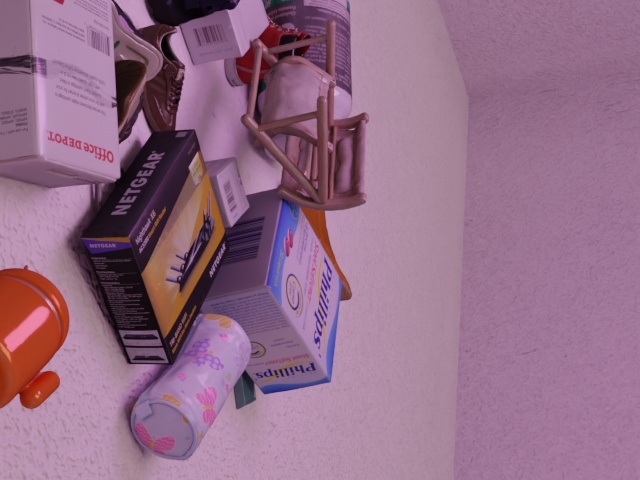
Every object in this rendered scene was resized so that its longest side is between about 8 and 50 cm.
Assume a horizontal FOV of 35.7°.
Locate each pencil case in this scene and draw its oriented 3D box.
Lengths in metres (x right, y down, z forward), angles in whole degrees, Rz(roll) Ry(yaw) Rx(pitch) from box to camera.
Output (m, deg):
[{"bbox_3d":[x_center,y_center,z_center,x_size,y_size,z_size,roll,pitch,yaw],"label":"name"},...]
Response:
[{"bbox_3d":[-0.204,0.229,1.602,0.124,0.113,0.273,65,25,-21],"label":"pencil case"}]

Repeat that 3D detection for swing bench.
[{"bbox_3d":[-0.020,-0.221,1.842,0.253,0.165,0.255,-86,159,-45],"label":"swing bench"}]

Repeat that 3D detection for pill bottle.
[{"bbox_3d":[-0.034,-0.358,2.132,0.204,0.204,0.361,38,48,-63],"label":"pill bottle"}]

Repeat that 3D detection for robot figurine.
[{"bbox_3d":[-0.373,0.114,1.151,0.219,0.158,0.128,-58,170,-60],"label":"robot figurine"}]

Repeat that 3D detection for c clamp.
[{"bbox_3d":[-0.323,-0.048,1.497,0.137,0.022,0.161,32,54,-65],"label":"c clamp"}]

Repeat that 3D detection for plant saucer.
[{"bbox_3d":[-0.150,0.220,1.892,0.067,0.018,0.192,-8,90,-71],"label":"plant saucer"}]

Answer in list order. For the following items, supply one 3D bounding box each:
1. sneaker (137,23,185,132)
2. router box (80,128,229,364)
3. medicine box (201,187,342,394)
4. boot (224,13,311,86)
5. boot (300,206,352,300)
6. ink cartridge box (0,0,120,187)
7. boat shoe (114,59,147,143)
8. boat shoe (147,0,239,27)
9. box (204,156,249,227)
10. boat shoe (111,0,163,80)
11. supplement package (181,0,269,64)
[{"bbox_3d":[-0.261,-0.268,1.669,0.066,0.071,0.188,-35,116,-68],"label":"sneaker"},{"bbox_3d":[-0.248,0.005,1.568,0.309,0.081,0.243,-71,154,-51],"label":"router box"},{"bbox_3d":[-0.085,0.095,1.876,0.263,0.149,0.289,-82,151,-44],"label":"medicine box"},{"bbox_3d":[-0.100,-0.440,2.018,0.088,0.176,0.244,35,50,-62],"label":"boot"},{"bbox_3d":[-0.001,0.000,2.251,0.295,0.104,0.211,45,42,-54],"label":"boot"},{"bbox_3d":[-0.364,-0.216,1.303,0.197,0.114,0.273,16,68,-70],"label":"ink cartridge box"},{"bbox_3d":[-0.313,-0.175,1.478,0.073,0.080,0.224,83,22,-50],"label":"boat shoe"},{"bbox_3d":[-0.194,-0.518,1.808,0.127,0.158,0.341,61,30,-46],"label":"boat shoe"},{"bbox_3d":[-0.192,-0.082,1.773,0.102,0.087,0.101,-57,136,-62],"label":"box"},{"bbox_3d":[-0.336,-0.330,1.511,0.079,0.084,0.233,53,6,38],"label":"boat shoe"},{"bbox_3d":[-0.181,-0.420,1.891,0.179,0.105,0.105,-64,142,-55],"label":"supplement package"}]
